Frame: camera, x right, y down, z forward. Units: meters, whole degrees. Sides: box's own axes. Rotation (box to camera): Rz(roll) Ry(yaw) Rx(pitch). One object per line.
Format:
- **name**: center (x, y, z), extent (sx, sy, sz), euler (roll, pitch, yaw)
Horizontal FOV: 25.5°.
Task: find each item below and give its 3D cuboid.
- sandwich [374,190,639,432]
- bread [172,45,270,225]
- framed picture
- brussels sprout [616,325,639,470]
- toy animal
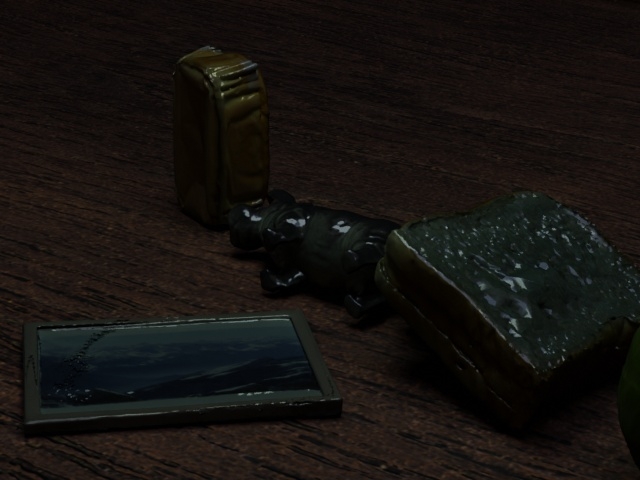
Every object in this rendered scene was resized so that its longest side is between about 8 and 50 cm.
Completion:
- **sandwich**: center (0.237, 0.061, 1.607), extent (0.301, 0.099, 0.271), euler (-17, 55, -42)
- **bread**: center (-0.141, -0.147, 2.015), extent (0.107, 0.241, 0.136), euler (-15, 27, -34)
- **framed picture**: center (-0.162, 0.141, 1.574), extent (0.335, 0.022, 0.247), euler (-2, 21, -11)
- **brussels sprout**: center (0.395, 0.141, 1.351), extent (0.244, 0.244, 0.244), euler (2, 21, -1)
- **toy animal**: center (-0.017, 0.002, 1.839), extent (0.168, 0.106, 0.343), euler (-13, 23, -33)
